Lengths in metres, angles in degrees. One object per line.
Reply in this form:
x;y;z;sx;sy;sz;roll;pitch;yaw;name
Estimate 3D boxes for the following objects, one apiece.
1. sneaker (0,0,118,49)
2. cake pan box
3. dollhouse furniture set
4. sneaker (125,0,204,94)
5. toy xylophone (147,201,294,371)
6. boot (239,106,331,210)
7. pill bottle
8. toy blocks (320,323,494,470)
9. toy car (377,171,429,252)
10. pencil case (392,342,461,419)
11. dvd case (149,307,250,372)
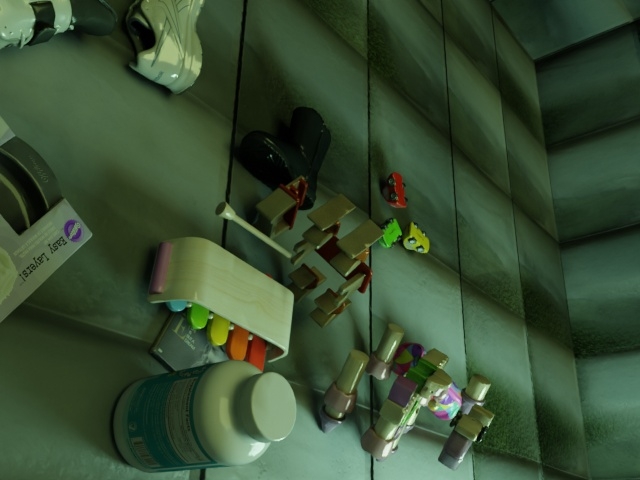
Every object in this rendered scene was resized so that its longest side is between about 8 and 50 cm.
-0.447;-0.332;1.009;0.330;0.122;0.146;7;88;-54;sneaker
-0.454;-0.027;0.890;0.246;0.070;0.267;60;36;-22;cake pan box
0.000;0.000;1.354;0.259;0.262;0.135;43;56;17;dollhouse furniture set
-0.287;-0.421;1.266;0.129;0.111;0.297;13;64;-46;sneaker
-0.148;0.083;1.225;0.322;0.081;0.236;44;43;-35;toy xylophone
-0.069;-0.211;1.483;0.246;0.094;0.207;46;46;-44;boot
-0.164;0.254;0.999;0.146;0.264;0.146;27;55;-47;pill bottle
0.175;0.379;1.445;0.288;0.309;0.260;-15;131;-63;toy blocks
0.193;-0.041;1.820;0.225;0.053;0.239;-40;108;-53;toy car
0.268;0.350;1.715;0.236;0.104;0.104;47;42;-34;pencil case
-0.194;0.160;1.217;0.164;0.018;0.221;52;39;-27;dvd case
